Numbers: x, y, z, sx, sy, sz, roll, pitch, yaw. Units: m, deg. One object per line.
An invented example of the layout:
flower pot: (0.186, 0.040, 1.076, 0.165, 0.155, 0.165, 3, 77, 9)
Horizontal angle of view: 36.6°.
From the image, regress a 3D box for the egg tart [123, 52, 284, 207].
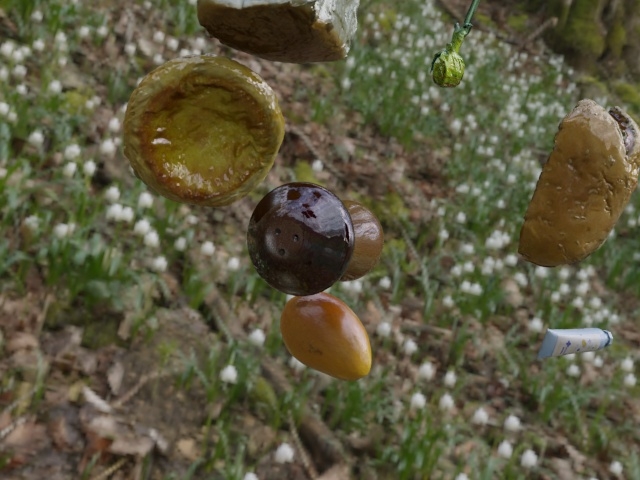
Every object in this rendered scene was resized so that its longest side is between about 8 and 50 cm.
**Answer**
egg tart: (-0.220, -0.212, 1.809, 0.319, 0.319, 0.128, 17, 27, -23)

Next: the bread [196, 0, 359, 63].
bread: (-0.071, -0.436, 1.743, 0.250, 0.225, 0.279, 0, -16, 17)

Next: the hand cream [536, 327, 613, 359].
hand cream: (0.471, 0.187, 1.785, 0.170, 0.065, 0.043, -1, 25, -33)

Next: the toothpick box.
toothpick box: (0.000, 0.000, 1.690, 0.192, 0.192, 0.294, 13, 3, 23)

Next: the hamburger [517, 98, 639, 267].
hamburger: (0.391, -0.070, 1.437, 0.124, 0.262, 0.131, 6, 22, -37)

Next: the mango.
mango: (0.011, 0.182, 1.820, 0.217, 0.141, 0.102, 42, -3, 27)

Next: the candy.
candy: (0.304, -0.450, 2.066, 0.073, 0.262, 0.077, 7, 27, -30)
